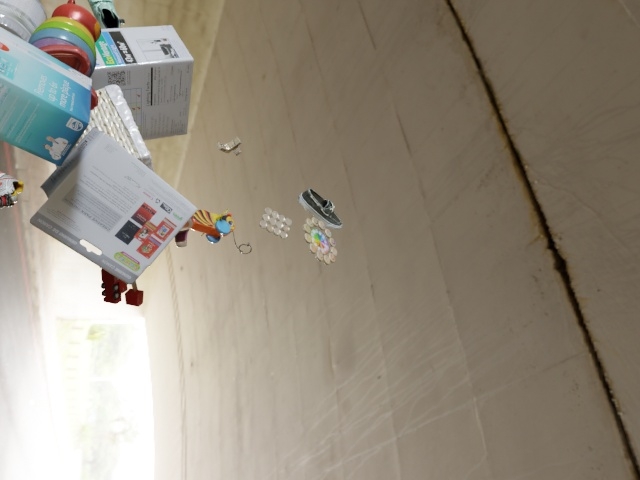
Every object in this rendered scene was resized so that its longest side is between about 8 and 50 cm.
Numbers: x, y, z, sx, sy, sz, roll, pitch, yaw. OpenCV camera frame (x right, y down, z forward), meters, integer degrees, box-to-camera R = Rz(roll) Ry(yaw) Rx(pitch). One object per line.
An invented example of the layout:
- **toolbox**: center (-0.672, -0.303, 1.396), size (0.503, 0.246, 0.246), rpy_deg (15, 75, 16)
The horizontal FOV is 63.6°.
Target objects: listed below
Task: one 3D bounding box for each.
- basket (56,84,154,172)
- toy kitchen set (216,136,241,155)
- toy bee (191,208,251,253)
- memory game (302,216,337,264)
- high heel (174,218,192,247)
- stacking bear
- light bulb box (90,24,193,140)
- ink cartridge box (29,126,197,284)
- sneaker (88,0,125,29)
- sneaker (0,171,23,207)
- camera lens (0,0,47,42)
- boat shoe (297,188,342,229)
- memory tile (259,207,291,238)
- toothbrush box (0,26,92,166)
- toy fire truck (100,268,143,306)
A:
- **basket**: center (-0.714, -0.263, 1.683), size (0.331, 0.267, 0.328), rpy_deg (60, -23, 22)
- **toy kitchen set**: center (-0.399, -0.417, 2.297), size (0.083, 0.075, 0.068), rpy_deg (-35, -107, 15)
- **toy bee**: center (-0.450, -0.063, 2.272), size (0.196, 0.298, 0.162), rpy_deg (-21, -132, 17)
- **memory game**: center (0.000, 0.000, 1.823), size (0.012, 0.186, 0.186), rpy_deg (-28, -125, 29)
- **high heel**: center (-0.451, -0.077, 1.659), size (0.244, 0.082, 0.117), rpy_deg (106, -23, -65)
- **stacking bear**: center (-0.636, -0.490, 1.303), size (0.175, 0.165, 0.288), rpy_deg (104, -17, -51)
- **light bulb box**: center (-0.687, -0.565, 1.897), size (0.225, 0.361, 0.357), rpy_deg (57, -34, 26)
- **ink cartridge box**: center (-0.530, -0.082, 1.322), size (0.271, 0.309, 0.130), rpy_deg (-52, -143, -8)
- **sneaker**: center (-0.781, -0.861, 1.858), size (0.151, 0.094, 0.255), rpy_deg (20, -50, 62)
- **sneaker**: center (-0.953, -0.135, 1.525), size (0.225, 0.093, 0.088), rpy_deg (-97, -152, -56)
- **camera lens**: center (-1.020, -0.684, 1.670), size (0.219, 0.220, 0.274), rpy_deg (118, -31, -42)
- **boat shoe**: center (0.015, -0.116, 1.952), size (0.070, 0.219, 0.077), rpy_deg (-37, -145, 28)
- **memory tile**: center (-0.206, -0.078, 2.377), size (0.012, 0.148, 0.113), rpy_deg (-28, -141, 51)
- **toothbrush box**: center (-0.615, -0.305, 1.000), size (0.126, 0.296, 0.216), rpy_deg (-47, -141, 20)
- **toy fire truck**: center (-0.574, 0.118, 1.498), size (0.135, 0.047, 0.191), rpy_deg (-47, 143, -66)
